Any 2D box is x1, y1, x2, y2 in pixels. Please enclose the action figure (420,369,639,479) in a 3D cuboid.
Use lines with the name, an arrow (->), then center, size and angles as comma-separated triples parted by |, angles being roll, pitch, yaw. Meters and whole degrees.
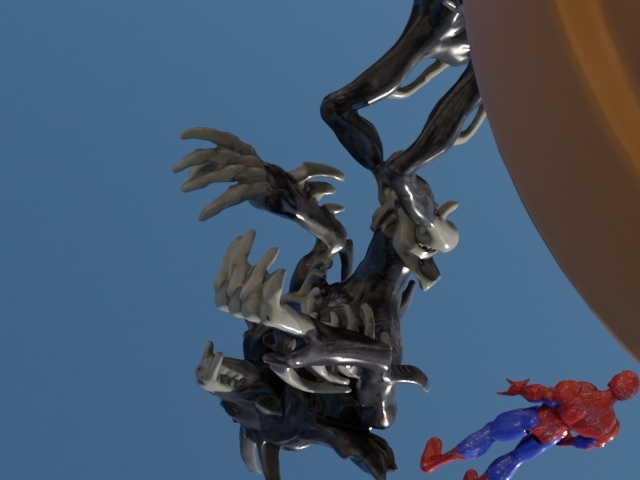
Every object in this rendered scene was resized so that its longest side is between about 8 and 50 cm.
action figure -> 0.091, 0.078, 0.791 | 0.038, 0.115, 0.030 | 46, -132, -12

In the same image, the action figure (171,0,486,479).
action figure -> 0.000, 0.000, 0.879 | 0.141, 0.276, 0.164 | 18, -163, -30

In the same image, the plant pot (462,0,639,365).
plant pot -> 0.188, -0.093, 0.386 | 0.291, 0.203, 0.291 | 2, -108, -6
